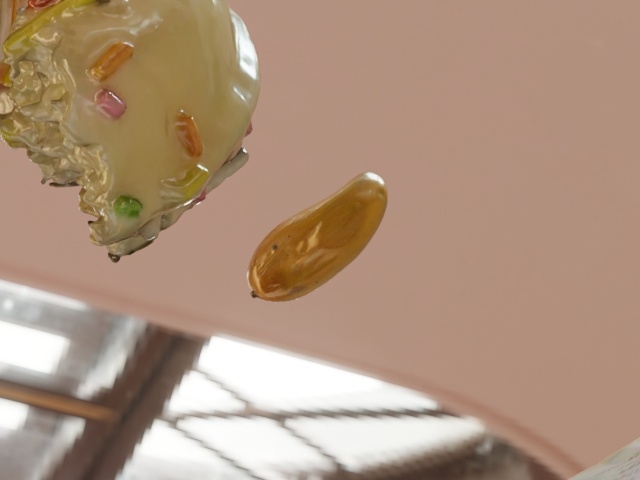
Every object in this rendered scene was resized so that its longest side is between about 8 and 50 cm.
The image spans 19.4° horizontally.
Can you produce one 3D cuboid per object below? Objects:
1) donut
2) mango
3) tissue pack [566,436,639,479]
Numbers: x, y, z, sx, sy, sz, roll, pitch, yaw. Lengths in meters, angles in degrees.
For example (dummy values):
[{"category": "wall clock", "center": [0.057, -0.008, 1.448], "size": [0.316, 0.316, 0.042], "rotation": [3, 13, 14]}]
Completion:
[{"category": "donut", "center": [-0.216, -0.124, 1.087], "size": [0.307, 0.371, 0.150], "rotation": [-71, 162, -51]}, {"category": "mango", "center": [0.000, 0.000, 1.990], "size": [0.190, 0.075, 0.098], "rotation": [-38, -145, -9]}, {"category": "tissue pack", "center": [0.104, 0.330, 1.169], "size": [0.405, 0.205, 0.332], "rotation": [-35, -170, 34]}]
